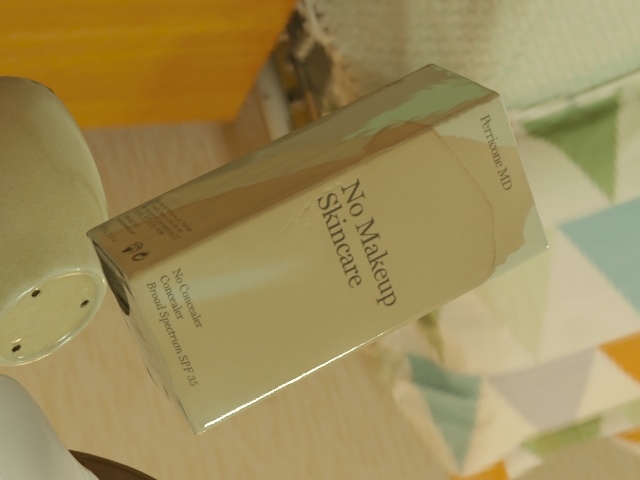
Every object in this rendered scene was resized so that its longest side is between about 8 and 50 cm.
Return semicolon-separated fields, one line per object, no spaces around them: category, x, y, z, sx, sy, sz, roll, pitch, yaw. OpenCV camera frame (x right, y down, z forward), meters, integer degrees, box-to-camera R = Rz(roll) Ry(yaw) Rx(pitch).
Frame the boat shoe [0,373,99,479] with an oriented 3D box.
boat shoe;-0.204;0.171;1.058;0.102;0.108;0.301;-18;159;-1

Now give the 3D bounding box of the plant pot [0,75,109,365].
plant pot;-0.313;0.010;1.621;0.284;0.191;0.284;-33;154;-18

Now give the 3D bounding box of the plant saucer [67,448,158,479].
plant saucer;-0.218;0.238;1.294;0.278;0.278;0.041;-1;112;-33

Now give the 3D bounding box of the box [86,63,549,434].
box;0.000;0.000;1.265;0.311;0.148;0.121;-28;-156;-12
